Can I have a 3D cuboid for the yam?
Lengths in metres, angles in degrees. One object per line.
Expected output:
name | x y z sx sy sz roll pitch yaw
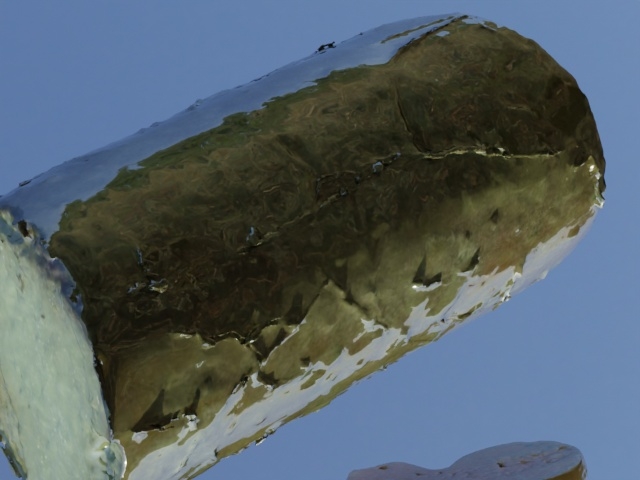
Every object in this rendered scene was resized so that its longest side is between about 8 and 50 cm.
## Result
yam | -0.021 0.005 0.900 0.304 0.168 0.168 -28 -83 -33

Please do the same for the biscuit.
biscuit | 0.049 0.157 1.072 0.234 0.153 0.030 -13 -77 -27
